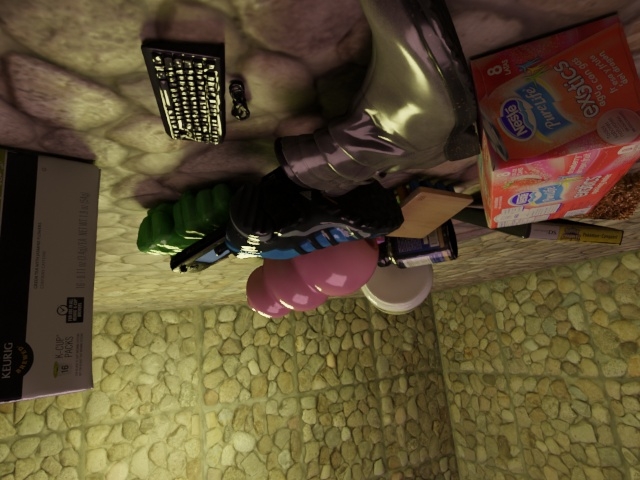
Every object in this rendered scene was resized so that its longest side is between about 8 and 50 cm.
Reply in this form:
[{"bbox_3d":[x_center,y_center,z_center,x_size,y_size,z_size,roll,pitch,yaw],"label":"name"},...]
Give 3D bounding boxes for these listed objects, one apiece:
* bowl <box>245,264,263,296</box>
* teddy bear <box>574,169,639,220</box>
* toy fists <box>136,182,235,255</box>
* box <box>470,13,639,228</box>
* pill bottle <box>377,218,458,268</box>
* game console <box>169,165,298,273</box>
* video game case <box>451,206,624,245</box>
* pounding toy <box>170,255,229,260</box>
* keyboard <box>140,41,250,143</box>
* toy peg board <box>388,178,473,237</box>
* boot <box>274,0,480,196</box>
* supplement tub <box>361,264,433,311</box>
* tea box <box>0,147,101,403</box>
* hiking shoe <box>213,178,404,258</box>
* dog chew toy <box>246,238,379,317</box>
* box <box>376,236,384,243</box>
[{"bbox_3d":[-0.115,0.123,1.454,0.297,0.134,0.298,-5,167,-1],"label":"bowl"},{"bbox_3d":[0.556,-0.101,0.879,0.337,0.113,0.245,1,-177,-29],"label":"teddy bear"},{"bbox_3d":[-0.251,-0.035,0.816,0.278,0.096,0.142,-16,173,33],"label":"toy fists"},{"bbox_3d":[0.292,-0.122,0.558,0.153,0.142,0.300,-11,166,20],"label":"box"},{"bbox_3d":[0.263,0.012,1.167,0.219,0.123,0.122,-12,166,26],"label":"pill bottle"},{"bbox_3d":[-0.096,-0.032,0.746,0.361,0.044,0.213,-30,159,9],"label":"game console"},{"bbox_3d":[0.464,-0.040,0.940,0.247,0.035,0.275,3,-169,-17],"label":"video game case"},{"bbox_3d":[-0.318,0.014,1.031,0.141,0.101,0.130,-9,172,-37],"label":"pounding toy"},{"bbox_3d":[-0.135,-0.160,0.483,0.108,0.023,0.180,-3,167,-13],"label":"keyboard"},{"bbox_3d":[0.205,-0.081,0.892,0.161,0.079,0.160,3,149,-34],"label":"toy peg board"},{"bbox_3d":[0.042,-0.126,0.442,0.222,0.118,0.338,-17,160,20],"label":"boot"},{"bbox_3d":[0.252,0.124,1.395,0.235,0.236,0.325,-8,166,9],"label":"supplement tub"},{"bbox_3d":[-0.502,0.056,0.570,0.323,0.330,0.219,4,164,-37],"label":"tea box"},{"bbox_3d":[-0.009,-0.036,0.660,0.303,0.113,0.132,-2,156,-29],"label":"hiking shoe"},{"bbox_3d":[-0.035,0.063,0.941,0.331,0.207,0.206,-34,157,20],"label":"dog chew toy"},{"bbox_3d":[0.000,0.000,1.143,0.292,0.058,0.201,1,166,-24],"label":"box"}]
